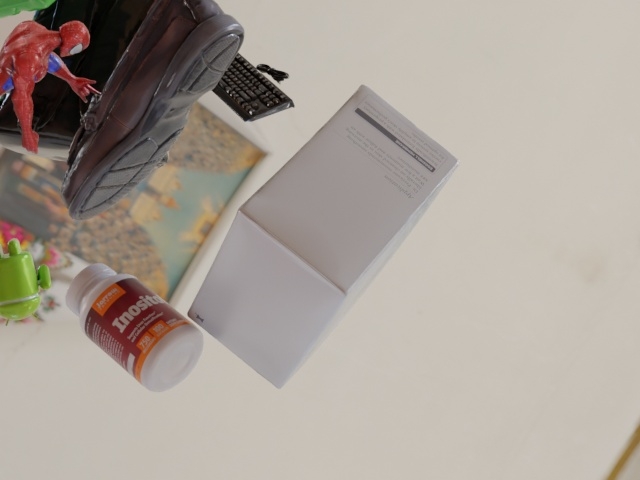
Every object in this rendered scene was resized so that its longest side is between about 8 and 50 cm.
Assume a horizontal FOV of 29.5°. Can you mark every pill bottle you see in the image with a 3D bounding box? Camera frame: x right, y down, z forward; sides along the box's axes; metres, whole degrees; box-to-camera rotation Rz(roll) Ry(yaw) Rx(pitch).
[{"bbox_3d":[-0.207,0.091,1.328,0.152,0.086,0.086,35,-90,26],"label":"pill bottle"}]

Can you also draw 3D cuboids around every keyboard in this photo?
[{"bbox_3d":[-0.104,-0.231,1.731,0.108,0.023,0.180,-22,-134,-25],"label":"keyboard"}]

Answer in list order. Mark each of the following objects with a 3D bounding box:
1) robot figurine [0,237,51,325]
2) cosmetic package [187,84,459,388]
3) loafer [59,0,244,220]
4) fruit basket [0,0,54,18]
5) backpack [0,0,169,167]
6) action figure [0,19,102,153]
[{"bbox_3d":[-0.422,0.057,1.664,0.101,0.067,0.115,-13,-82,-9],"label":"robot figurine"},{"bbox_3d":[0.000,0.000,1.267,0.138,0.224,0.224,40,-125,5],"label":"cosmetic package"},{"bbox_3d":[-0.198,-0.150,1.316,0.095,0.109,0.302,49,-62,13],"label":"loafer"},{"bbox_3d":[-0.420,-0.487,1.715,0.392,0.283,0.392,-26,-139,25],"label":"fruit basket"},{"bbox_3d":[-0.324,-0.292,1.890,0.290,0.273,0.355,6,-97,11],"label":"backpack"},{"bbox_3d":[-0.339,-0.130,1.261,0.280,0.139,0.091,-28,-139,14],"label":"action figure"}]
